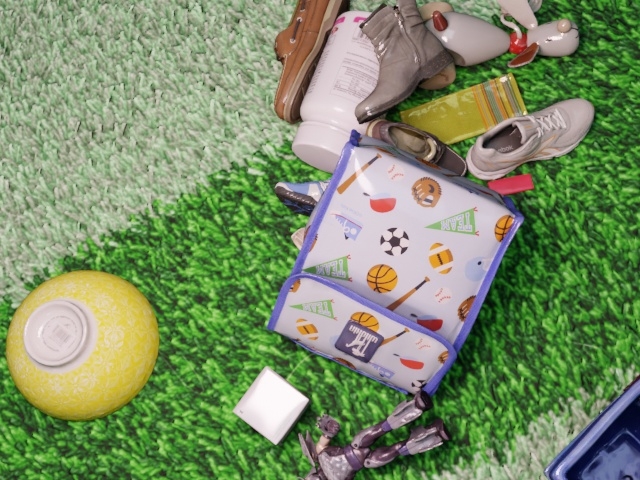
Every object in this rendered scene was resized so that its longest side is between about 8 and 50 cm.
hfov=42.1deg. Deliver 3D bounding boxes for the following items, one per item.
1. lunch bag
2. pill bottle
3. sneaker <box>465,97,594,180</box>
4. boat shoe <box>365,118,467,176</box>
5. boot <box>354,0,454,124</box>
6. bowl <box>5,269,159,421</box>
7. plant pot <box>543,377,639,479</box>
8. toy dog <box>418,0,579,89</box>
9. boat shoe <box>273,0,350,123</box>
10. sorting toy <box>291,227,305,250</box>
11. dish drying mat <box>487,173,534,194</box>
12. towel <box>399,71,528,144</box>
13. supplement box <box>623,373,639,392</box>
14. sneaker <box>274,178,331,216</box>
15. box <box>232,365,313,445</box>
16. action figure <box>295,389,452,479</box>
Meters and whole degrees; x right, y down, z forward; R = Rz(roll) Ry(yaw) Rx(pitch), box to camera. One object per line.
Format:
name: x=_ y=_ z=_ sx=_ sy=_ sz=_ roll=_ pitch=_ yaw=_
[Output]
lunch bag: x=0.118 y=0.053 z=1.435 sx=0.328 sy=0.239 sz=0.385 roll=25 pitch=105 yaw=1
pill bottle: x=0.056 y=-0.278 z=1.591 sx=0.160 sy=0.160 sz=0.283 roll=20 pitch=77 yaw=10
sneaker: x=0.402 y=-0.199 z=1.557 sx=0.262 sy=0.121 sz=0.099 roll=-27 pitch=75 yaw=-3
boat shoe: x=0.188 y=-0.161 z=1.540 sx=0.223 sy=0.073 sz=0.080 roll=22 pitch=89 yaw=-26
boot: x=0.115 y=-0.329 z=1.500 sx=0.246 sy=0.083 sz=0.161 roll=-41 pitch=98 yaw=-24
bowl: x=-0.455 y=0.181 z=1.515 sx=0.289 sy=0.156 sz=0.289 roll=-1 pitch=75 yaw=5
plant pot: x=0.513 y=0.383 z=1.340 sx=0.236 sy=0.212 sz=0.236 roll=-42 pitch=76 yaw=-7
toy dog: x=0.326 y=-0.409 z=1.601 sx=0.333 sy=0.161 sz=0.220 roll=-24 pitch=74 yaw=-1
boat shoe: x=-0.039 y=-0.371 z=1.661 sx=0.104 sy=0.111 sz=0.307 roll=17 pitch=68 yaw=14
sorting toy: x=0.000 y=0.000 z=1.584 sx=0.083 sy=0.045 sz=0.075 roll=41 pitch=75 yaw=14
dish drying mat: x=0.365 y=-0.105 z=1.594 sx=0.083 sy=0.008 sz=0.032 roll=-12 pitch=74 yaw=1
towel: x=0.282 y=-0.249 z=1.634 sx=0.237 sy=0.021 sz=0.102 roll=-19 pitch=73 yaw=0
supplement box: x=0.658 y=0.300 z=1.421 sx=0.130 sy=0.073 sz=0.239 roll=-41 pitch=76 yaw=-7
sneaker: x=0.018 y=-0.086 z=1.589 sx=0.211 sy=0.080 sz=0.081 roll=12 pitch=74 yaw=-2
box: x=-0.083 y=0.296 z=1.483 sx=0.102 sy=0.087 sz=0.101 roll=35 pitch=81 yaw=13
action figure: x=0.077 y=0.362 z=1.432 sx=0.285 sy=0.099 sz=0.185 roll=-32 pitch=92 yaw=11
